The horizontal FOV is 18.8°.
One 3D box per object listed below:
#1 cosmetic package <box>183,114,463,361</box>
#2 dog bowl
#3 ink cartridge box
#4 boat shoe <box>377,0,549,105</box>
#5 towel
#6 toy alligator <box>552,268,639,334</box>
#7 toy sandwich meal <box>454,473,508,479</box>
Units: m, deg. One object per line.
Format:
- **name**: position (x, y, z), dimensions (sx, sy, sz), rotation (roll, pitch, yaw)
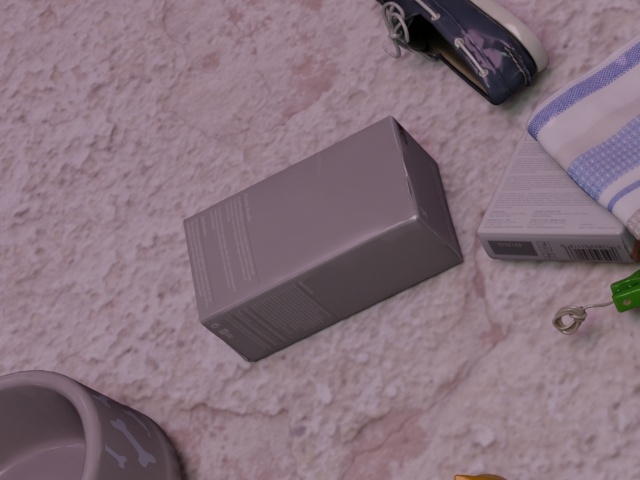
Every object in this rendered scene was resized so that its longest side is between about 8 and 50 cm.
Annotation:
- **cosmetic package**: position (0.000, 0.000, 1.792), dimensions (0.238, 0.107, 0.127), rotation (-23, 53, 18)
- **dog bowl**: position (-0.298, 0.271, 1.790), dimensions (0.349, 0.102, 0.348), rotation (-24, 42, 23)
- **ink cartridge box**: position (0.235, -0.058, 1.721), dimensions (0.145, 0.045, 0.179), rotation (1, 47, 35)
- **boat shoe**: position (0.107, -0.208, 1.850), dimensions (0.079, 0.095, 0.254), rotation (-44, 57, -10)
- **towel**: position (0.320, -0.091, 1.629), dimensions (0.209, 0.034, 0.285), rotation (-35, 41, -3)
- **toy alligator**: position (0.285, 0.034, 1.615), dimensions (0.190, 0.056, 0.051), rotation (-19, 15, 24)
- **toy sandwich meal**: position (0.128, 0.228, 1.617), dimensions (0.086, 0.029, 0.085), rotation (-16, 56, 26)
